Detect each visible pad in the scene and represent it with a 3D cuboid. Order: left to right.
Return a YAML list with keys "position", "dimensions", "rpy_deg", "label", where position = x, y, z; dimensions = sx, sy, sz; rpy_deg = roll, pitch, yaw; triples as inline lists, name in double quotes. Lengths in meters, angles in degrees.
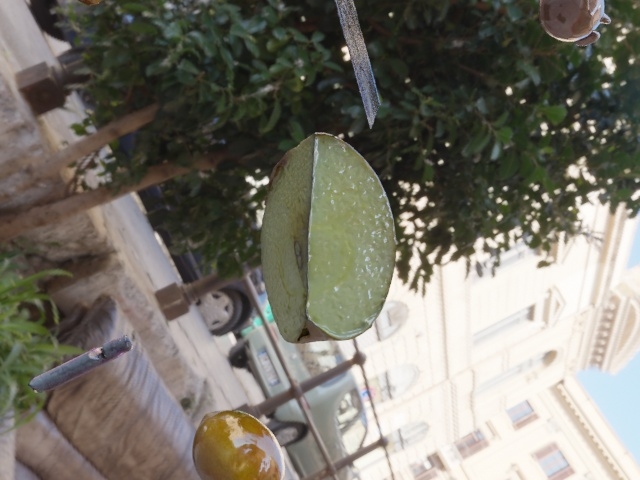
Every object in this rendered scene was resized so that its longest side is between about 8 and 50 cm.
- position: [0.078, -0.425, 1.366]
  dimensions: [0.220, 0.004, 0.330]
  rpy_deg: [-69, 144, -61]
  label: "pad"

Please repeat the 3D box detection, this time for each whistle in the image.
- position: [-0.402, 0.210, 1.067]
  dimensions: [0.033, 0.177, 0.033]
  rpy_deg: [61, -9, 16]
  label: "whistle"

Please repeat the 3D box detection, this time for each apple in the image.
- position: [0.000, 0.000, 1.070]
  dimensions: [0.179, 0.254, 0.345]
  rpy_deg: [-14, 104, -76]
  label: "apple"

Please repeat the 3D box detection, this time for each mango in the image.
- position: [-0.127, 0.329, 0.964]
  dimensions: [0.151, 0.120, 0.221]
  rpy_deg: [55, -16, 1]
  label: "mango"

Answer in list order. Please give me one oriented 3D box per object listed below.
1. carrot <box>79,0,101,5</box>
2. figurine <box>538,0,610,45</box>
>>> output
- position: [-0.361, -0.426, 0.756]
  dimensions: [0.302, 0.114, 0.114]
  rpy_deg: [49, 4, -45]
  label: "carrot"
- position: [0.476, -0.441, 1.195]
  dimensions: [0.138, 0.125, 0.125]
  rpy_deg: [54, 0, -42]
  label: "figurine"
